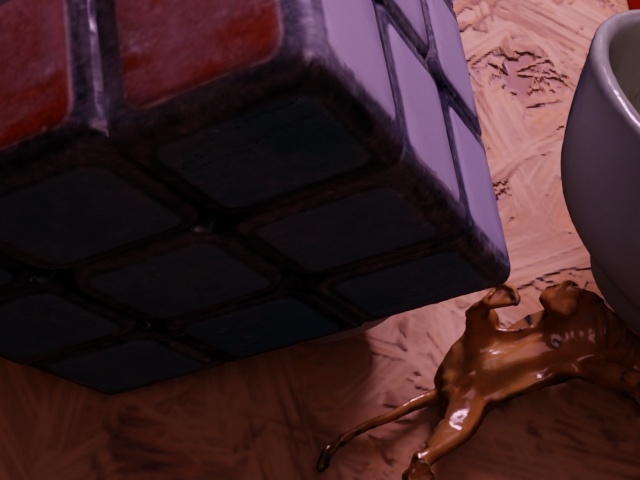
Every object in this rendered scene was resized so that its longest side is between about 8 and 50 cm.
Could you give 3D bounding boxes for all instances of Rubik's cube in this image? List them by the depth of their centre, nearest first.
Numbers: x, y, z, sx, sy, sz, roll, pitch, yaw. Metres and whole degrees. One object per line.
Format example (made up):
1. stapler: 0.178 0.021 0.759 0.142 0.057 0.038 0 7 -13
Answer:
1. Rubik's cube: -0.091 -0.110 0.645 0.305 0.301 0.303 -17 64 21

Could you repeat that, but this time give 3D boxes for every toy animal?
1. toy animal: 0.113 0.095 0.760 0.255 0.116 0.114 -16 80 -1

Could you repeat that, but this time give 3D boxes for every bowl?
1. bowl: 0.269 -0.011 0.734 0.289 0.146 0.289 19 37 -15

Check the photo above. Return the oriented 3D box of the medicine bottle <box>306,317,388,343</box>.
1. medicine bottle: 0.000 0.000 0.783 0.080 0.080 0.130 -14 67 -15

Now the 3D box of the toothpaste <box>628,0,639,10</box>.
1. toothpaste: 0.304 -0.212 0.938 0.066 0.076 0.320 0 64 -9
